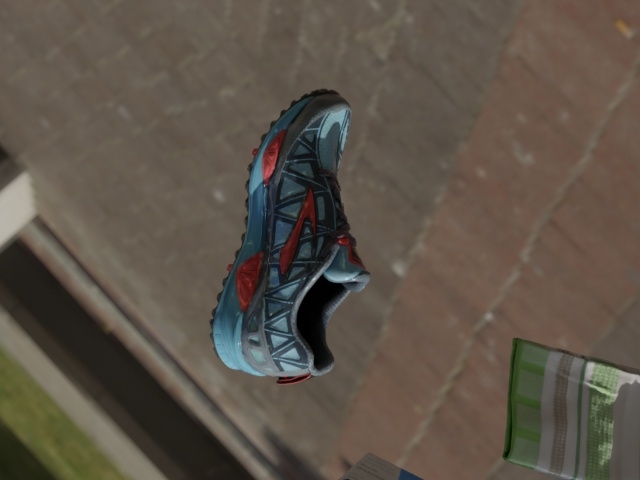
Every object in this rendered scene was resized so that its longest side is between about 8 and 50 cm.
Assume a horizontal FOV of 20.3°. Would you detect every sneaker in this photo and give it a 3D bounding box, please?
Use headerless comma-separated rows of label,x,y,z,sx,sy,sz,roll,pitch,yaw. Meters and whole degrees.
sneaker,0.000,0.000,1.573,0.125,0.261,0.104,17,-175,31

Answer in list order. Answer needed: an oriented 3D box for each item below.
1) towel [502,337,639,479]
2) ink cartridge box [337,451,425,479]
towel,0.224,0.150,1.527,0.152,0.113,0.023,17,157,-28
ink cartridge box,0.031,0.300,1.764,0.104,0.180,0.060,22,138,39
